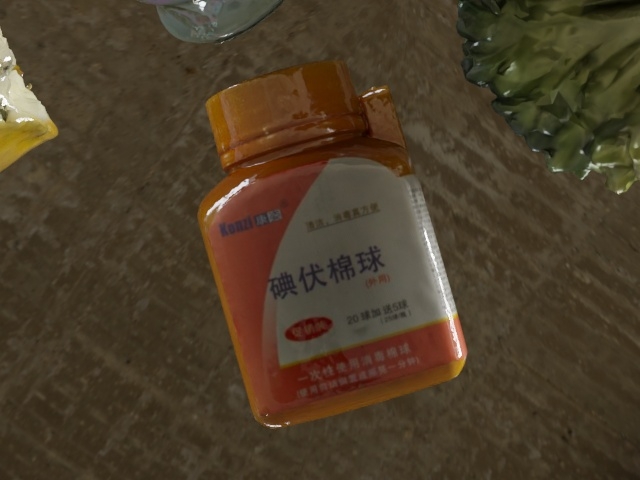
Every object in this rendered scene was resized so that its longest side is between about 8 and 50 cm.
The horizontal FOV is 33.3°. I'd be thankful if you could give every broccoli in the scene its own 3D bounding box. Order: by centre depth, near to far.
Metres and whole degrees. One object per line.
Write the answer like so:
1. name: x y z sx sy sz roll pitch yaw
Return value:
1. broccoli: 0.220 -0.199 0.619 0.281 0.293 0.348 14 -96 41

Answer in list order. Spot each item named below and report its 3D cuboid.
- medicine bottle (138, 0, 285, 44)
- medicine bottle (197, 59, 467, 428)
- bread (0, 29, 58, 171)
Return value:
1. medicine bottle: -0.086 -0.206 0.621 0.147 0.147 0.143 -43 -43 13
2. medicine bottle: 0.000 0.000 0.723 0.149 0.112 0.222 -16 -92 2
3. bread: -0.449 -0.133 0.902 0.394 0.250 0.361 -37 -99 4
